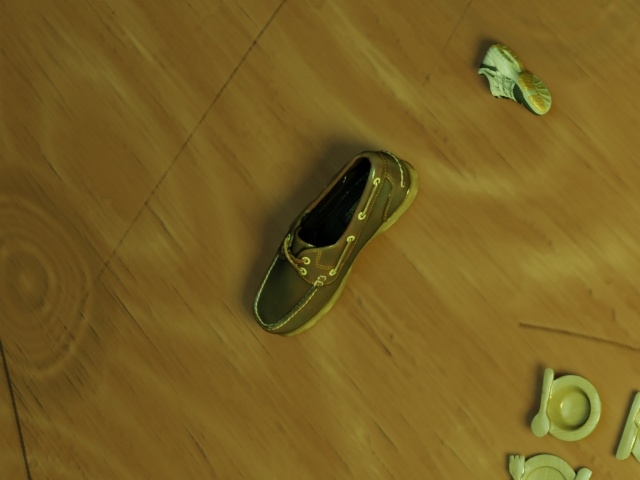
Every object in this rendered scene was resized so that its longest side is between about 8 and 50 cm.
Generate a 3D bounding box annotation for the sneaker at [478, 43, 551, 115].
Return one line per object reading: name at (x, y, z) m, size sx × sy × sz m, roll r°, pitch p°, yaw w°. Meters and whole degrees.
sneaker at (0.169, -0.133, 1.653) m, size 0.037 × 0.032 × 0.083 m, roll -55°, pitch 52°, yaw 30°

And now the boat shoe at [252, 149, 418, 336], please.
boat shoe at (0.000, 0.000, 1.714) m, size 0.073 × 0.073 × 0.207 m, roll 46°, pitch 108°, yaw 29°

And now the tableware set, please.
tableware set at (0.230, 0.183, 1.560) m, size 0.169 × 0.020 × 0.141 m, roll 13°, pitch 89°, yaw 34°
